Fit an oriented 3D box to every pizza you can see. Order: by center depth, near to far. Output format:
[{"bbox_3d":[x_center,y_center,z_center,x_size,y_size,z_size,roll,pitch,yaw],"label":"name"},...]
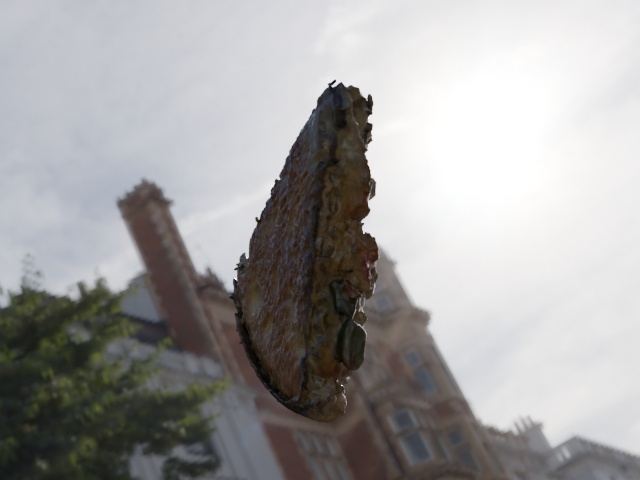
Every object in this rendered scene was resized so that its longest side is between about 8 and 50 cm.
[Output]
[{"bbox_3d":[0.000,0.000,0.743,0.052,0.185,0.195,6,-70,-24],"label":"pizza"}]
